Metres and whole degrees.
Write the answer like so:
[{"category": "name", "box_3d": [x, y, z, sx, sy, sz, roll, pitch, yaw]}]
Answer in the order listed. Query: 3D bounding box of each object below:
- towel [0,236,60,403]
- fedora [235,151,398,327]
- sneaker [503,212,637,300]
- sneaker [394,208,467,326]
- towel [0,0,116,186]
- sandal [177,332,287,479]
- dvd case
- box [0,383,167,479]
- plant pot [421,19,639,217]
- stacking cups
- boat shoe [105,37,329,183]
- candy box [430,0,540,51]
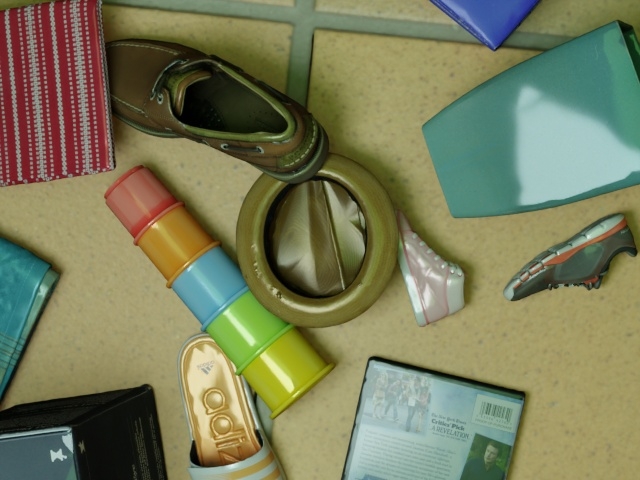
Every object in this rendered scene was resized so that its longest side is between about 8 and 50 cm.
[{"category": "towel", "box_3d": [-0.510, 0.071, 1.926, 0.370, 0.040, 0.271, 27, 99, 7]}, {"category": "fedora", "box_3d": [0.000, 0.000, 1.832, 0.194, 0.079, 0.194, -1, 86, 8]}, {"category": "sneaker", "box_3d": [0.275, 0.033, 1.808, 0.158, 0.061, 0.065, -31, 94, 9]}, {"category": "sneaker", "box_3d": [0.121, 0.023, 1.834, 0.070, 0.051, 0.134, -17, 93, 7]}, {"category": "towel", "box_3d": [-0.353, -0.159, 1.869, 0.275, 0.031, 0.199, -5, 91, 25]}, {"category": "sandal", "box_3d": [-0.108, 0.236, 1.860, 0.102, 0.076, 0.265, -20, 89, 9]}, {"category": "dvd case", "box_3d": [0.114, 0.271, 1.857, 0.180, 0.022, 0.253, 13, 94, 9]}, {"category": "box", "box_3d": [-0.275, 0.349, 1.770, 0.179, 0.312, 0.343, -9, 90, 9]}, {"category": "plant pot", "box_3d": [0.239, -0.113, 1.759, 0.234, 0.165, 0.165, -18, 89, 17]}, {"category": "stacking cups", "box_3d": [-0.115, 0.047, 1.849, 0.096, 0.096, 0.316, -39, 85, 8]}, {"category": "boat shoe", "box_3d": [-0.134, -0.162, 1.805, 0.307, 0.104, 0.110, 20, 81, 22]}, {"category": "candy box", "box_3d": [0.188, -0.403, 1.773, 0.268, 0.122, 0.317, 41, 96, 4]}]
